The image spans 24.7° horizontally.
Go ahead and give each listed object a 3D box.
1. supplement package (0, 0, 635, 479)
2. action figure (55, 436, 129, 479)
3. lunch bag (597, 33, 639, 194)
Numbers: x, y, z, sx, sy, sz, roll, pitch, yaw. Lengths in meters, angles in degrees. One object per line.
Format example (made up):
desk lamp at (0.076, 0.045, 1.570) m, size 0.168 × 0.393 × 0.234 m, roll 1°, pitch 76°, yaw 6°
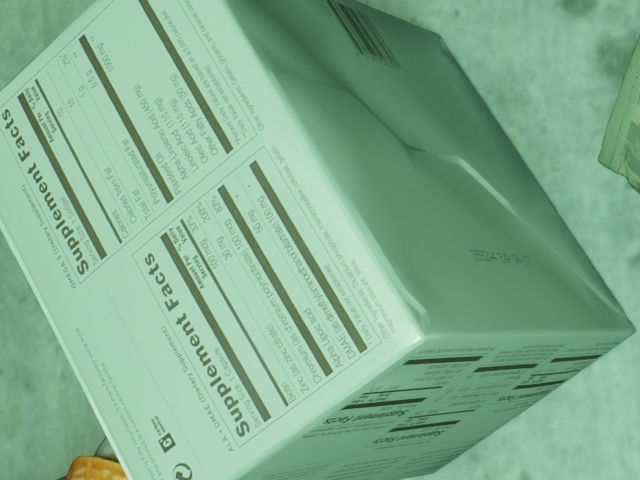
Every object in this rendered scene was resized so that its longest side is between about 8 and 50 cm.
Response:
supplement package at (0.000, 0.000, 0.690) m, size 0.145 × 0.262 × 0.204 m, roll -38°, pitch 70°, yaw 21°
action figure at (-0.073, 0.242, 0.761) m, size 0.341 × 0.178 × 0.330 m, roll 3°, pitch 79°, yaw 25°
lunch bag at (0.275, -0.068, 0.600) m, size 0.235 × 0.169 × 0.287 m, roll 41°, pitch 114°, yaw 21°
